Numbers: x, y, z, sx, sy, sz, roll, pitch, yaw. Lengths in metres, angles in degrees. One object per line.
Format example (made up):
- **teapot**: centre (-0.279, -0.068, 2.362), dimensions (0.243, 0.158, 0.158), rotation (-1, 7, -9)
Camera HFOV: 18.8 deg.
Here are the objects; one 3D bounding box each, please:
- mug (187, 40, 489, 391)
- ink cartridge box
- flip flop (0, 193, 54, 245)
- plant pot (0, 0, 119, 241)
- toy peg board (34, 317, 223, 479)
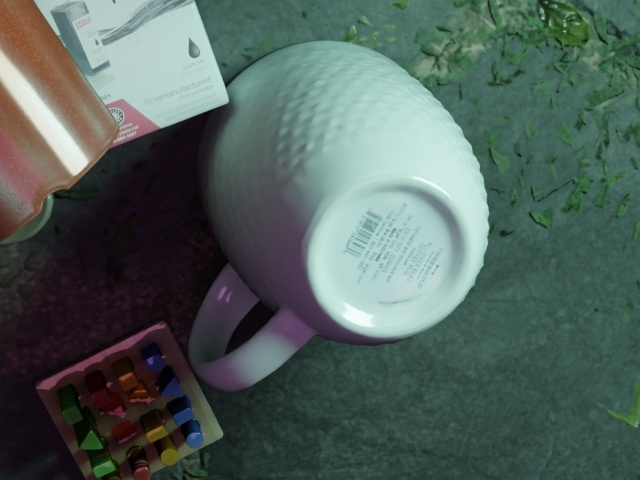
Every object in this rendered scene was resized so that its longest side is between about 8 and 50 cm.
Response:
- **mug**: centre (0.000, 0.000, 1.972), dimensions (0.276, 0.328, 0.374), rotation (40, 96, -21)
- **ink cartridge box**: centre (-0.204, -0.221, 1.978), dimensions (0.159, 0.092, 0.218), rotation (-22, 110, -5)
- **flip flop**: centre (-0.407, -0.070, 1.987), dimensions (0.277, 0.080, 0.112), rotation (28, 100, -20)
- **plant pot**: centre (-0.351, -0.145, 1.855), dimensions (0.272, 0.272, 0.265), rotation (-38, 105, 2)
- **toy peg board**: centre (-0.206, 0.198, 2.127), dimensions (0.161, 0.079, 0.161), rotation (-26, 113, -3)
